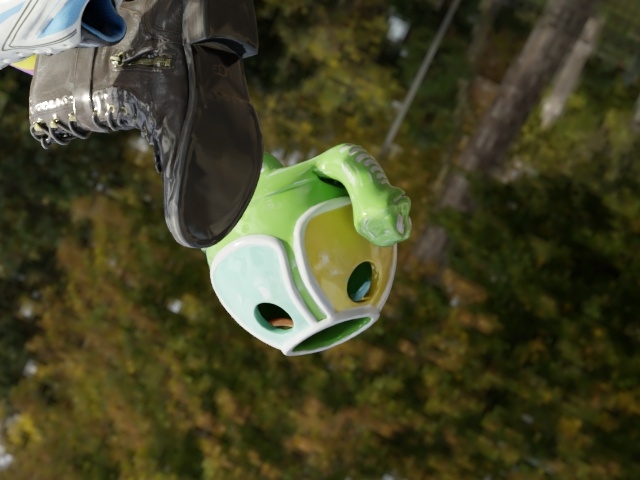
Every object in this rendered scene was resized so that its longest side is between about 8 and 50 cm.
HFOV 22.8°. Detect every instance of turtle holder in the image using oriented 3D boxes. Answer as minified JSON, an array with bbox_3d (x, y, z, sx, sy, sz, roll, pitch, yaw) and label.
[{"bbox_3d":[0.004,0.004,2.009,0.243,0.320,0.227,12,-125,-61],"label":"turtle holder"}]

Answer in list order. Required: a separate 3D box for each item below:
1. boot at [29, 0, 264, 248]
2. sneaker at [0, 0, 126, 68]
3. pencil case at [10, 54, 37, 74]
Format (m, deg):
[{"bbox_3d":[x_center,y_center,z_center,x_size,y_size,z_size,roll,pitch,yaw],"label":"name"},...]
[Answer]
[{"bbox_3d":[-0.162,-0.109,1.368,0.229,0.263,0.091,-9,160,37],"label":"boot"},{"bbox_3d":[-0.183,-0.146,1.034,0.086,0.237,0.085,57,-139,-9],"label":"sneaker"},{"bbox_3d":[-0.315,-0.228,1.665,0.236,0.104,0.104,24,-169,-18],"label":"pencil case"}]
